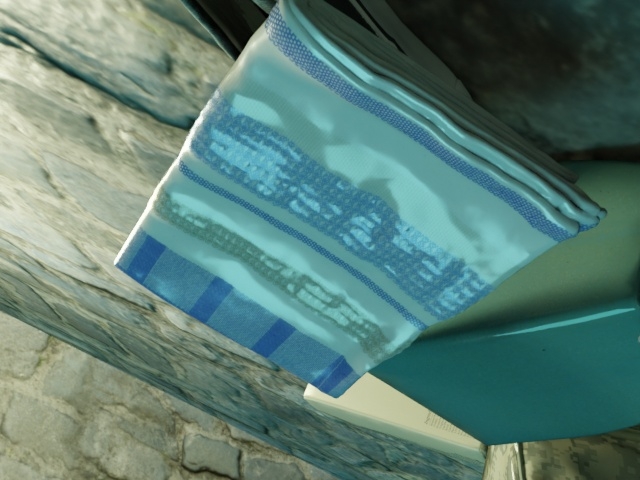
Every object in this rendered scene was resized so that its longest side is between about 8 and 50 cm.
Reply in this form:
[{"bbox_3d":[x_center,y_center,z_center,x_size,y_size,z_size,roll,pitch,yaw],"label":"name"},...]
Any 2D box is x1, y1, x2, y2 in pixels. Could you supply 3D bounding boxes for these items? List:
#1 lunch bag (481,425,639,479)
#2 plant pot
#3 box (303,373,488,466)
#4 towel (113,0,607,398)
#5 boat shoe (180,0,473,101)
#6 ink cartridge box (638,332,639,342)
[{"bbox_3d":[0.271,0.305,0.801,0.212,0.256,0.305,11,136,14],"label":"lunch bag"},{"bbox_3d":[0.172,0.044,0.562,0.165,0.166,0.234,34,153,-21],"label":"plant pot"},{"bbox_3d":[0.123,0.220,1.063,0.275,0.113,0.094,11,155,34],"label":"box"},{"bbox_3d":[0.000,0.000,0.477,0.209,0.034,0.285,32,137,-13],"label":"towel"},{"bbox_3d":[0.008,-0.099,0.479,0.113,0.105,0.306,7,152,37],"label":"boat shoe"},{"bbox_3d":[0.234,-0.019,0.344,0.065,0.165,0.333,50,171,34],"label":"ink cartridge box"}]
